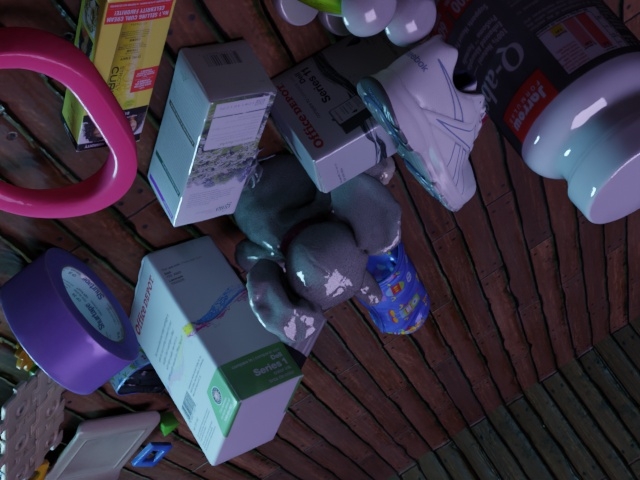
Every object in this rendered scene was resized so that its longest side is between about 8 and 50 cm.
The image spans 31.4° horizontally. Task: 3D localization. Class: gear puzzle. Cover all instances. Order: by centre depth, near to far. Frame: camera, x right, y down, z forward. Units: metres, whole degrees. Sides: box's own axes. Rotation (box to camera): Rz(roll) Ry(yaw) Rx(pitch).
[{"bbox_3d":[-0.451,0.245,1.730,0.175,0.044,0.338,-52,162,-47],"label":"gear puzzle"}]

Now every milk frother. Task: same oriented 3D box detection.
[{"bbox_3d":[-0.087,0.166,2.016,0.143,0.129,0.134,37,72,-34],"label":"milk frother"}]

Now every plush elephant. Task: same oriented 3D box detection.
[{"bbox_3d":[0.000,0.000,1.630,0.272,0.255,0.330,-40,153,14],"label":"plush elephant"}]

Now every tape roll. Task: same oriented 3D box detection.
[{"bbox_3d":[-0.333,0.107,1.522,0.080,0.189,0.189,-37,154,8],"label":"tape roll"}]

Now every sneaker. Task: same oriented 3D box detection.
[{"bbox_3d":[0.154,-0.136,1.404,0.129,0.111,0.297,-40,149,0],"label":"sneaker"}]

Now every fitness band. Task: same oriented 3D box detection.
[{"bbox_3d":[-0.319,-0.115,1.235,0.209,0.054,0.291,-20,146,3],"label":"fitness band"}]

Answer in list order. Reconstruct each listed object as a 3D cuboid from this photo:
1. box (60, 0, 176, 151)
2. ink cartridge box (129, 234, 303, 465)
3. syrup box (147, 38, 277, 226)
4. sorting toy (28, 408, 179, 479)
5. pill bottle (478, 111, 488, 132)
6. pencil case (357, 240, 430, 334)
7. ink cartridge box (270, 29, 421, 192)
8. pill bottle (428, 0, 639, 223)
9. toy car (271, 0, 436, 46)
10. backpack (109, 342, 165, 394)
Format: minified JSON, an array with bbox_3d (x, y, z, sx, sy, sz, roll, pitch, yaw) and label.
[{"bbox_3d":[-0.226,-0.200,1.257,0.087,0.058,0.232,-13,148,-31],"label":"box"},{"bbox_3d":[-0.165,0.162,1.707,0.117,0.278,0.201,-20,152,-31],"label":"ink cartridge box"},{"bbox_3d":[-0.141,-0.131,1.430,0.093,0.096,0.237,-14,149,-30],"label":"syrup box"},{"bbox_3d":[-0.409,0.377,2.073,0.348,0.047,0.196,-2,136,-47],"label":"sorting toy"},{"bbox_3d":[0.206,-0.188,1.728,0.086,0.086,0.152,-16,150,-31],"label":"pill bottle"},{"bbox_3d":[0.114,0.078,2.045,0.133,0.119,0.306,-55,155,-9],"label":"pencil case"},{"bbox_3d":[0.050,-0.182,1.490,0.208,0.153,0.087,-31,151,-5],"label":"ink cartridge box"},{"bbox_3d":[0.314,-0.213,1.487,0.210,0.363,0.210,-26,153,-14],"label":"pill bottle"},{"bbox_3d":[0.045,-0.304,1.313,0.182,0.159,0.136,1,104,-49],"label":"toy car"},{"bbox_3d":[-0.291,0.200,1.848,0.114,0.084,0.105,-5,142,-52],"label":"backpack"}]
